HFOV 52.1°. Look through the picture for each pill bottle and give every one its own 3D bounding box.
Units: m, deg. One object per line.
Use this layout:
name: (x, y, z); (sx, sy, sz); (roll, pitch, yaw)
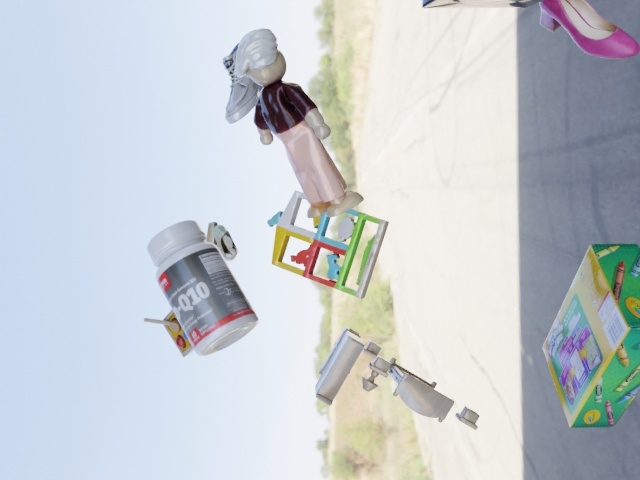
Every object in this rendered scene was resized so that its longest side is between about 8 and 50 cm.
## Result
pill bottle: (-0.277, 0.106, 1.505); (0.283, 0.161, 0.161); (57, 175, 15)

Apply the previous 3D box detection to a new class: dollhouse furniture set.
dollhouse furniture set: (0.178, 0.396, 1.666); (0.174, 0.355, 0.303); (-59, 2, 0)

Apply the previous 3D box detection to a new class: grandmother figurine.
grandmother figurine: (-0.051, -0.207, 1.163); (0.104, 0.207, 0.342); (-41, -66, -39)

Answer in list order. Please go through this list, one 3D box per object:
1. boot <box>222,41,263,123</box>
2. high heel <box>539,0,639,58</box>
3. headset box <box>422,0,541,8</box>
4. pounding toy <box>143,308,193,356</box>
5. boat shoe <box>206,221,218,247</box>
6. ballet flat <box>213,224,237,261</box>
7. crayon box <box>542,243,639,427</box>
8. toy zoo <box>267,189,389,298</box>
boot: (-0.211, -0.402, 1.642); (0.123, 0.095, 0.258); (52, -149, -28)
high heel: (0.571, -0.476, 1.389); (0.244, 0.082, 0.117); (46, 165, 34)
headset box: (0.290, -0.567, 1.143); (0.110, 0.218, 0.293); (-155, 60, -74)
pounding toy: (-0.350, 0.212, 1.647); (0.141, 0.100, 0.130); (55, 137, 8)
boat shoe: (-0.351, 0.031, 2.019); (0.068, 0.072, 0.190); (-76, -8, -70)
ballet flat: (-0.283, 0.019, 1.987); (0.052, 0.057, 0.168); (34, 159, 33)
crayon box: (0.454, 0.159, 1.056); (0.165, 0.081, 0.278); (-93, 4, -45)
toy zoo: (0.000, 0.000, 1.559); (0.030, 0.293, 0.192); (9, -81, -66)
